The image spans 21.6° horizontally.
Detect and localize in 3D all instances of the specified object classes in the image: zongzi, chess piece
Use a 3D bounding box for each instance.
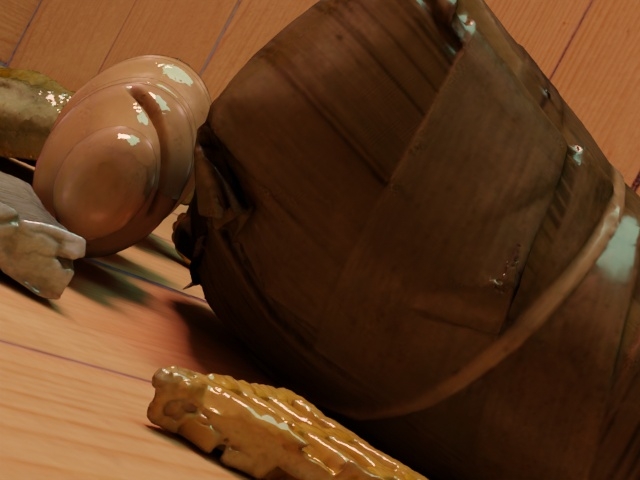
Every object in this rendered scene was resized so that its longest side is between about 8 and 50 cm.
[{"bbox_3d":[0.100,0.095,1.062,0.467,0.218,0.500,53,-10,1],"label":"zongzi"},{"bbox_3d":[-0.136,-0.046,1.096,0.307,0.139,0.124,-103,173,-81],"label":"chess piece"}]

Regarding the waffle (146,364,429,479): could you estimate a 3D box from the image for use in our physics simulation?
[{"bbox_3d":[0.029,0.110,0.692,0.191,0.032,0.125,28,0,28],"label":"waffle"}]

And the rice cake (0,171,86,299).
[{"bbox_3d":[-0.200,-0.026,0.931,0.124,0.038,0.211,28,1,-16],"label":"rice cake"}]

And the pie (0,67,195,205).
[{"bbox_3d":[-0.212,-0.091,1.452,0.277,0.078,0.277,16,-1,0],"label":"pie"}]

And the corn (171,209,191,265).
[{"bbox_3d":[-0.062,0.016,1.491,0.085,0.063,0.165,2,-14,29],"label":"corn"}]
